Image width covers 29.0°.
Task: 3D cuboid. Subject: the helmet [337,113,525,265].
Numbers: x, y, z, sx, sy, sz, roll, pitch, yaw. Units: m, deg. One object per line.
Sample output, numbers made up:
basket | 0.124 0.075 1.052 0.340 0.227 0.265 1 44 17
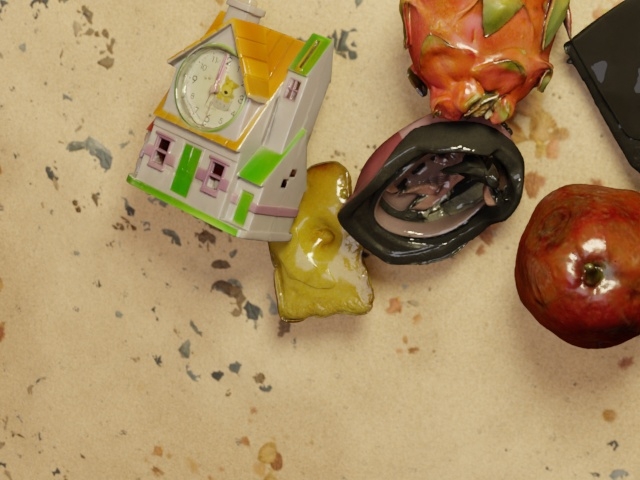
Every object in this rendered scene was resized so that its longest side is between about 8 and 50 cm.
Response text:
helmet | 0.157 -0.090 1.702 0.253 0.154 0.198 -20 134 35

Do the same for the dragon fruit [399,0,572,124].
dragon fruit | 0.211 -0.269 1.595 0.224 0.224 0.227 5 106 21

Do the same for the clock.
clock | -0.118 -0.183 1.756 0.235 0.166 0.309 25 100 29

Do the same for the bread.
bread | 0.000 0.000 1.828 0.161 0.088 0.233 -6 99 19

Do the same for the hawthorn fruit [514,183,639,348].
hawthorn fruit | 0.350 0.038 1.596 0.224 0.261 0.224 3 100 17

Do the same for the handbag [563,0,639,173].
handbag | 0.465 -0.223 1.581 0.247 0.080 0.223 -32 82 27
